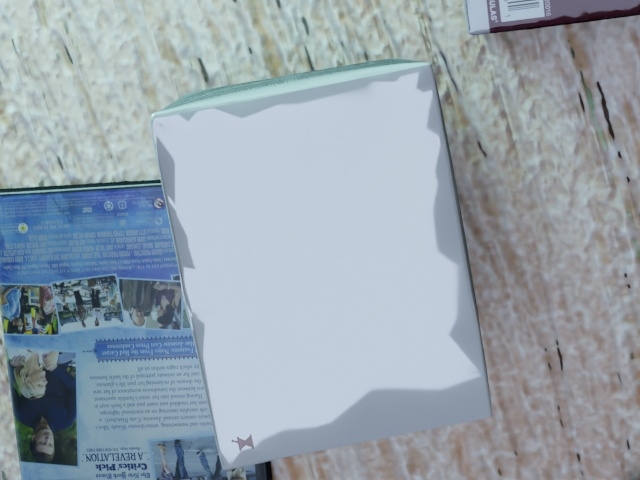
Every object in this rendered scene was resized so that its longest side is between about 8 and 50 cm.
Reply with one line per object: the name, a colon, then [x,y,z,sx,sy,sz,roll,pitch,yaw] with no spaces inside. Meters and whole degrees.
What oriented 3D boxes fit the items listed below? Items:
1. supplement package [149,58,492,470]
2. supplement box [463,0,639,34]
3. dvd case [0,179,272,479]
supplement package: [0.000,0.000,0.750,0.149,0.203,0.194,-11,99,0]
supplement box: [0.202,-0.168,0.736,0.239,0.130,0.073,-5,99,9]
dvd case: [-0.129,0.084,0.890,0.180,0.022,0.253,-3,100,9]
